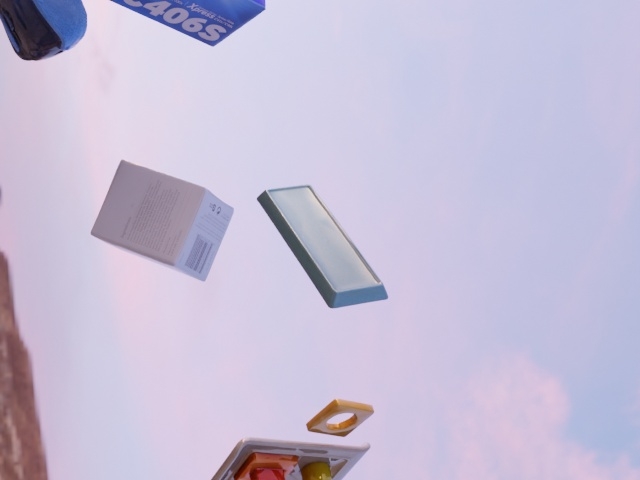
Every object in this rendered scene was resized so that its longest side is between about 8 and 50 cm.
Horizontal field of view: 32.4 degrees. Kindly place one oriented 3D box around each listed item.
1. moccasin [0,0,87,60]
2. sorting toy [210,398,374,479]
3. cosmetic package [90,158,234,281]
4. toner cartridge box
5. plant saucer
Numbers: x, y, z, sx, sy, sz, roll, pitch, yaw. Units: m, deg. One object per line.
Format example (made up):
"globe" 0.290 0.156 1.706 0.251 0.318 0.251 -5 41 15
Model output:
"moccasin" -0.431 -0.385 1.401 0.117 0.138 0.342 -21 -84 32
"sorting toy" -0.051 0.314 1.393 0.348 0.196 0.047 -56 -141 39
"cosmetic package" -0.284 -0.035 1.992 0.151 0.183 0.151 -68 162 -7
"toner cartridge box" -0.280 -0.470 1.961 0.165 0.348 0.075 -27 -124 42
"plant saucer" 0.000 0.000 1.130 0.192 0.067 0.018 56 -35 43
